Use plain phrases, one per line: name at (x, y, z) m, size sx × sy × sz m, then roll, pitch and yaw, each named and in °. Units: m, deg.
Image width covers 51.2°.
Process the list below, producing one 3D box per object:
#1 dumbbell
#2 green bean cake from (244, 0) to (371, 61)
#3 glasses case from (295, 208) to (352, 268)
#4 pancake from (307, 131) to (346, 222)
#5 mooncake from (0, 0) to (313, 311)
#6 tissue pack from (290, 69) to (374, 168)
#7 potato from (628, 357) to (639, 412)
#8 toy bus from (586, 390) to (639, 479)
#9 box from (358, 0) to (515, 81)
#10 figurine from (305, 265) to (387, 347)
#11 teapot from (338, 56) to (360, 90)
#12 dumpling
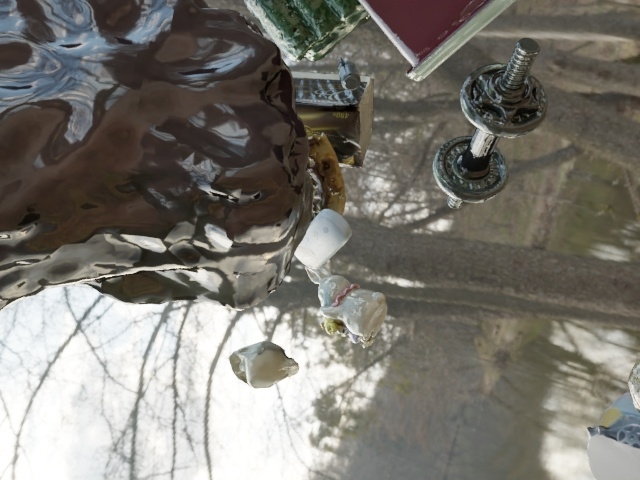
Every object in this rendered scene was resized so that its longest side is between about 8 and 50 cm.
dumbbell at (0.161, -0.100, 0.649) m, size 0.254 × 0.081 × 0.082 m, roll 96°, pitch -164°, yaw -63°
green bean cake at (0.052, -0.471, 1.189) m, size 0.300 × 0.169 × 0.308 m, roll -33°, pitch 12°, yaw 28°
glasses case at (0.000, 0.000, 1.183) m, size 0.045 × 0.067 × 0.178 m, roll -49°, pitch 1°, yaw -30°
pancake at (-0.063, -0.094, 1.415) m, size 0.057 × 0.244 × 0.266 m, roll -65°, pitch -36°, yaw -59°
mooncake at (-0.201, -0.100, 0.644) m, size 0.381 × 0.351 × 0.212 m, roll -16°, pitch -27°, yaw -20°
tissue pack at (-0.051, -0.340, 1.802) m, size 0.210 × 0.369 × 0.198 m, roll 83°, pitch -161°, yaw -45°
potato at (0.534, 0.193, 0.872) m, size 0.165 × 0.262 × 0.165 m, roll 0°, pitch -90°, yaw -37°
toy bus at (0.598, 0.332, 0.966) m, size 0.162 × 0.386 × 0.171 m, roll -35°, pitch -64°, yaw -31°
box at (0.165, -0.338, 0.729) m, size 0.294 × 0.167 × 0.193 m, roll -35°, pitch 14°, yaw 50°
figurine at (0.052, 0.165, 1.765) m, size 0.127 × 0.235 × 0.155 m, roll -27°, pitch -45°, yaw -47°
teapot at (0.063, -0.406, 1.632) m, size 0.049 × 0.063 × 0.083 m, roll -57°, pitch 28°, yaw 32°
dumpling at (-0.147, 0.335, 1.727) m, size 0.176 × 0.092 × 0.150 m, roll -6°, pitch -52°, yaw -37°
